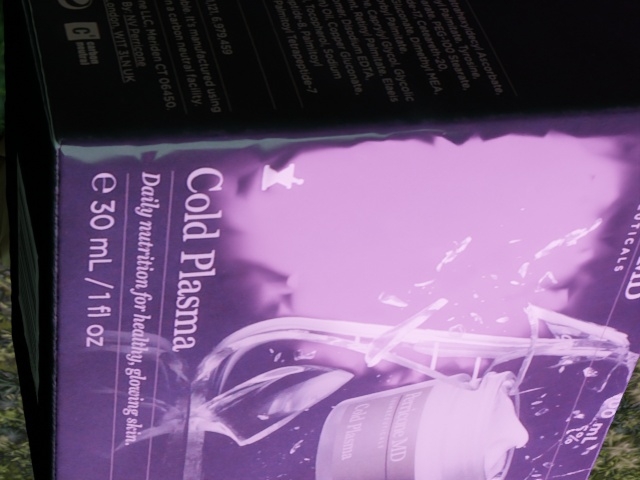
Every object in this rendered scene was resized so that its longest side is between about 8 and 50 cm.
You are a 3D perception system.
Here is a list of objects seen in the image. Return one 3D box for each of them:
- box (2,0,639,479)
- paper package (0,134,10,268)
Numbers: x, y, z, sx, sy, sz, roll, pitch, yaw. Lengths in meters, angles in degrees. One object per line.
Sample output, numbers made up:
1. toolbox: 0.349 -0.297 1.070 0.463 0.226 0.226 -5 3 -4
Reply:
1. box: 0.000 0.000 1.129 0.471 0.297 0.480 -6 135 -16
2. paper package: -0.115 -0.072 1.373 0.324 0.168 0.309 18 134 -33
